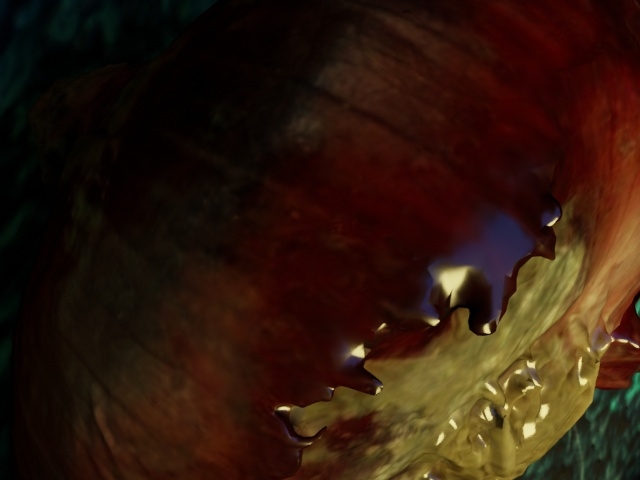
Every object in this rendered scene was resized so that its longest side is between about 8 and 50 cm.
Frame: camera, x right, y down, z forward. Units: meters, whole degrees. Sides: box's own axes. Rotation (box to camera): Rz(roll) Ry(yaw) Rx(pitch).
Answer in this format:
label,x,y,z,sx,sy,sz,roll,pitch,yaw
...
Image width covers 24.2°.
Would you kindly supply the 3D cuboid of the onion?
label,x,y,z,sx,sy,sz,roll,pitch,yaw
onion,0.000,0.000,0.466,0.272,0.195,0.272,-42,165,-15
